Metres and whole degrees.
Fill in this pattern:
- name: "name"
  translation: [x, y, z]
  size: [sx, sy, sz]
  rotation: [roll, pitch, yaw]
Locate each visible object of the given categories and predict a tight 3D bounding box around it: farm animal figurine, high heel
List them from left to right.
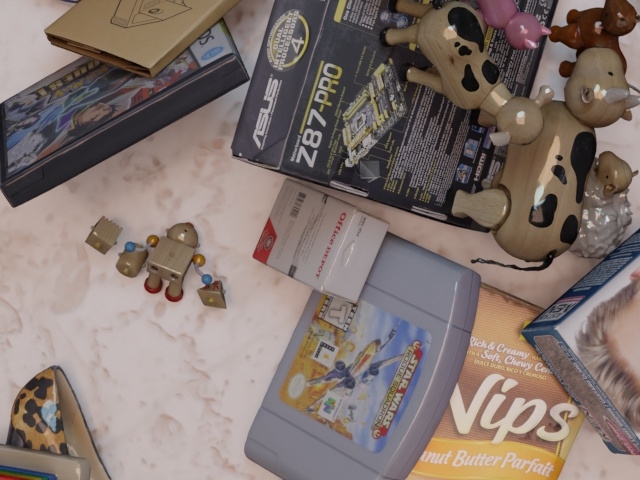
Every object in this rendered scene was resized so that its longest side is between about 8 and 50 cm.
- name: "high heel"
  translation: [-0.233, 0.257, 1.883]
  size: [0.261, 0.093, 0.186]
  rotation: [19, 98, 11]
- name: "farm animal figurine"
  translation: [0.224, -0.122, 1.731]
  size: [0.330, 0.172, 0.326]
  rotation: [-8, 107, -39]

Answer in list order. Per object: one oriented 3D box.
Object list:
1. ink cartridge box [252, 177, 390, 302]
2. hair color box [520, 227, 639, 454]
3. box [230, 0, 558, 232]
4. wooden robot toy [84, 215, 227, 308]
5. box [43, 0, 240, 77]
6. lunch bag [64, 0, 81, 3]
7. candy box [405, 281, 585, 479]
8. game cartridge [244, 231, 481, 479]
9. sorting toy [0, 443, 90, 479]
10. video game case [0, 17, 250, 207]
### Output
- name: "ink cartridge box"
  translation: [0.000, 0.000, 1.854]
  size: [0.056, 0.135, 0.099]
  rotation: [22, 92, -40]
- name: "hair color box"
  translation: [0.402, 0.053, 1.802]
  size: [0.347, 0.105, 0.174]
  rotation: [-39, 95, -14]
- name: "box"
  translation: [0.102, -0.230, 1.780]
  size: [0.318, 0.097, 0.394]
  rotation: [14, 93, -43]
- name: "wooden robot toy"
  translation: [-0.170, 0.013, 1.909]
  size: [0.173, 0.076, 0.079]
  rotation: [23, 56, 2]
- name: "box"
  translation: [-0.171, -0.256, 1.825]
  size: [0.164, 0.021, 0.201]
  rotation: [21, 53, 37]
- name: "lunch bag"
  translation: [-0.278, -0.297, 1.895]
  size: [0.098, 0.067, 0.065]
  rotation: [21, 91, 1]
- name: "candy box"
  translation: [0.175, 0.217, 1.874]
  size: [0.183, 0.087, 0.316]
  rotation: [24, 92, 1]
- name: "game cartridge"
  translation: [0.050, 0.142, 1.847]
  size: [0.198, 0.062, 0.297]
  rotation: [25, 91, 42]
- name: "sorting toy"
  translation: [-0.392, 0.349, 1.851]
  size: [0.257, 0.089, 0.255]
  rotation: [6, 93, 22]
- name: "video game case"
  translation: [-0.217, -0.157, 1.811]
  size: [0.275, 0.248, 0.035]
  rotation: [-28, 116, 2]
